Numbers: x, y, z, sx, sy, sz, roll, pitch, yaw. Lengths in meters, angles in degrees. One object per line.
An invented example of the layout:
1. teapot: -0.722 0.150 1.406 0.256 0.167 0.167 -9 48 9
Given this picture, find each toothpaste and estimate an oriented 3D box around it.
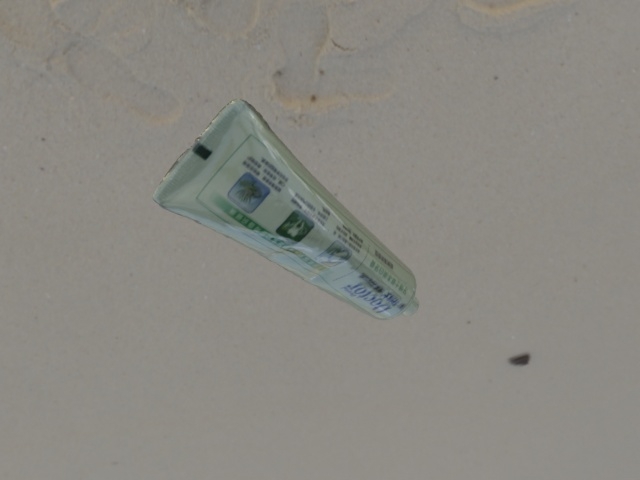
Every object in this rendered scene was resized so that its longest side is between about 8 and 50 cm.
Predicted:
1. toothpaste: 0.000 0.000 0.416 0.064 0.041 0.218 -47 137 6
